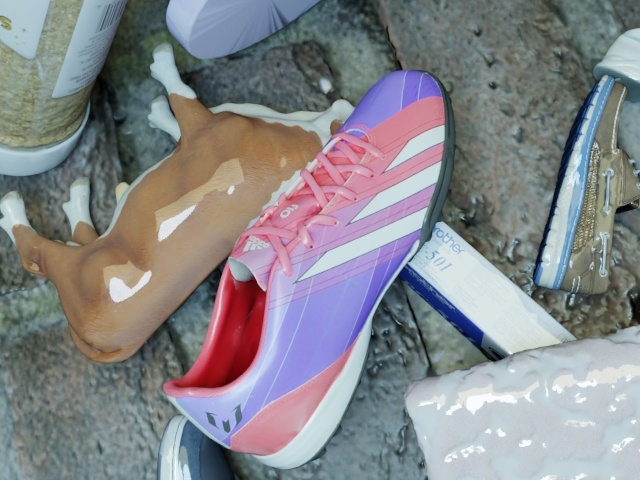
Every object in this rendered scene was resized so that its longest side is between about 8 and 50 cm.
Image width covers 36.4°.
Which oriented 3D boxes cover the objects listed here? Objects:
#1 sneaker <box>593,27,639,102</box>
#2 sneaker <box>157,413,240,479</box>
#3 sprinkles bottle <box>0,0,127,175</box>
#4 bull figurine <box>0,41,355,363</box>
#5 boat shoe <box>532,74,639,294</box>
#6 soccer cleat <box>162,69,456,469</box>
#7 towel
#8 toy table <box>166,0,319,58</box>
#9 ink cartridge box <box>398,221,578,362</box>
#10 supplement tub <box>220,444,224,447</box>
[{"bbox_3d":[0.310,-0.132,0.812,0.152,0.053,0.061,30,77,14],"label":"sneaker"},{"bbox_3d":[-0.022,0.225,0.707,0.164,0.086,0.226,-12,95,16],"label":"sneaker"},{"bbox_3d":[-0.208,-0.179,0.728,0.121,0.355,0.121,11,62,-21],"label":"sprinkles bottle"},{"bbox_3d":[-0.111,-0.043,0.814,0.310,0.101,0.188,-44,70,-9],"label":"bull figurine"},{"bbox_3d":[0.228,-0.043,0.795,0.066,0.066,0.183,16,87,6],"label":"boat shoe"},{"bbox_3d":[0.000,0.000,0.696,0.109,0.116,0.318,8,70,53],"label":"soccer cleat"},{"bbox_3d":[0.252,0.205,0.660,0.332,0.053,0.316,-14,98,2],"label":"towel"},{"bbox_3d":[-0.064,-0.284,0.815,0.161,0.252,0.274,44,48,8],"label":"toy table"},{"bbox_3d":[0.147,0.071,0.751,0.207,0.097,0.046,43,84,15],"label":"ink cartridge box"},{"bbox_3d":[-0.044,0.124,0.773,0.107,0.071,0.071,-11,73,3],"label":"supplement tub"}]
